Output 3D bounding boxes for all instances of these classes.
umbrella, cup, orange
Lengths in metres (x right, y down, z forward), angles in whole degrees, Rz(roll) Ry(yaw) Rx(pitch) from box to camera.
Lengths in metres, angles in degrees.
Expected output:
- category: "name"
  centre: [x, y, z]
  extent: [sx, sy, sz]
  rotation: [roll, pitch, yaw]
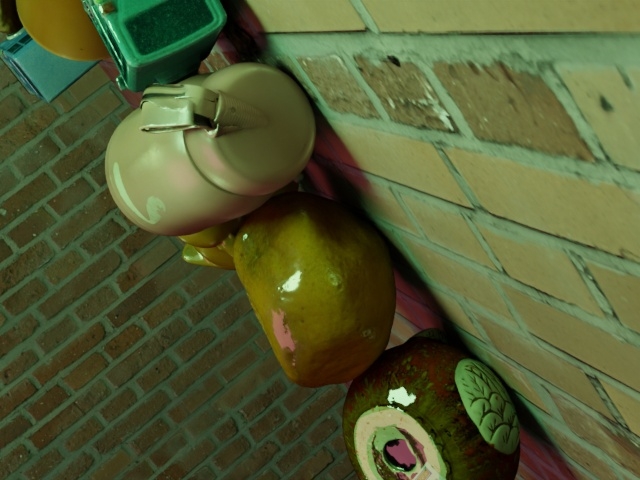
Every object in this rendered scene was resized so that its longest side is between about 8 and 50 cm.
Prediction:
- category: "umbrella"
  centre: [-0.095, -0.231, 1.122]
  extent: [0.083, 0.020, 0.031]
  rotation: [53, 173, 26]
- category: "cup"
  centre: [-0.308, -0.372, 1.259]
  extent: [0.264, 0.182, 0.226]
  rotation: [131, 131, -75]
- category: "orange"
  centre: [0.002, 0.051, 1.233]
  extent: [0.249, 0.183, 0.249]
  rotation: [156, 90, -82]

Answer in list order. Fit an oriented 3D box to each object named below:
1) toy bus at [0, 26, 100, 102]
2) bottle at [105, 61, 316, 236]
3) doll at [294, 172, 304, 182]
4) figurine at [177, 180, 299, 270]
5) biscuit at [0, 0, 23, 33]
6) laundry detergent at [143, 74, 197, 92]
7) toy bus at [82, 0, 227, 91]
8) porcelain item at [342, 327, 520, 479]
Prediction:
- category: "toy bus"
  centre: [-0.425, -0.353, 1.709]
  extent: [0.133, 0.234, 0.116]
  rotation: [28, 157, 52]
- category: "bottle"
  centre: [-0.139, -0.106, 1.135]
  extent: [0.206, 0.173, 0.297]
  rotation: [13, 168, -28]
- category: "doll"
  centre: [-0.067, -0.123, 1.297]
  extent: [0.106, 0.062, 0.162]
  rotation: [58, 172, -16]
- category: "figurine"
  centre: [-0.131, -0.038, 1.438]
  extent: [0.215, 0.215, 0.228]
  rotation: [49, 158, 18]
- category: "biscuit"
  centre: [-0.435, -0.425, 1.370]
  extent: [0.064, 0.283, 0.432]
  rotation: [3, 156, 11]
- category: "laundry detergent"
  centre: [-0.231, -0.230, 1.676]
  extent: [0.143, 0.094, 0.290]
  rotation: [41, 165, 27]
- category: "toy bus"
  centre: [-0.187, -0.248, 1.099]
  extent: [0.147, 0.128, 0.256]
  rotation: [63, 171, -6]
- category: "porcelain item"
  centre: [0.158, 0.237, 1.277]
  extent: [0.253, 0.253, 0.253]
  rotation: [50, 172, 9]
